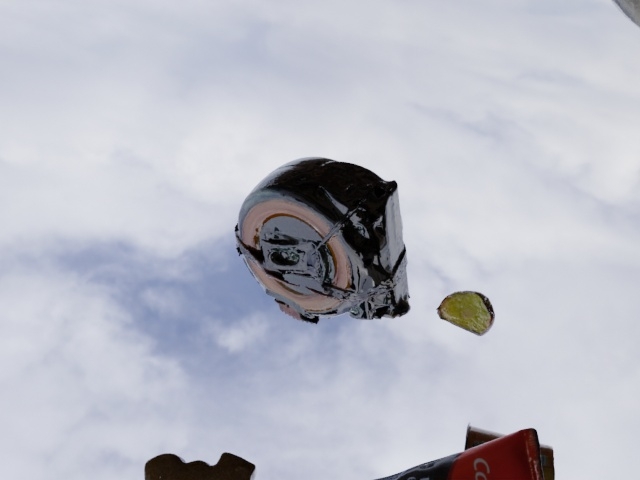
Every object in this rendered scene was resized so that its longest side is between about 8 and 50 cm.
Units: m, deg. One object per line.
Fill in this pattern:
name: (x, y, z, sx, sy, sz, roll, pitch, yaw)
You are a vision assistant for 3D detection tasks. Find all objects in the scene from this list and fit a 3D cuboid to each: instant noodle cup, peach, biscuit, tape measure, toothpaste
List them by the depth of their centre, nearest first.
toothpaste: (0.027, 0.151, 0.326, 0.045, 0.194, 0.071, 43, -145, -32)
tape measure: (0.000, 0.000, 0.794, 0.223, 0.202, 0.135, 6, -148, 29)
biscuit: (-0.183, 0.472, 0.946, 0.278, 0.043, 0.301, 16, -114, 14)
peach: (0.227, 0.113, 0.973, 0.050, 0.083, 0.077, -10, -105, -59)
instant noodle cup: (0.404, 0.520, 1.362, 0.183, 0.230, 0.230, 2, -146, 17)

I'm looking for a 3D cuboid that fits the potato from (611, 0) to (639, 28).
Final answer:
potato: (0.466, -0.326, 0.779, 0.159, 0.174, 0.251, -35, -89, -33)
